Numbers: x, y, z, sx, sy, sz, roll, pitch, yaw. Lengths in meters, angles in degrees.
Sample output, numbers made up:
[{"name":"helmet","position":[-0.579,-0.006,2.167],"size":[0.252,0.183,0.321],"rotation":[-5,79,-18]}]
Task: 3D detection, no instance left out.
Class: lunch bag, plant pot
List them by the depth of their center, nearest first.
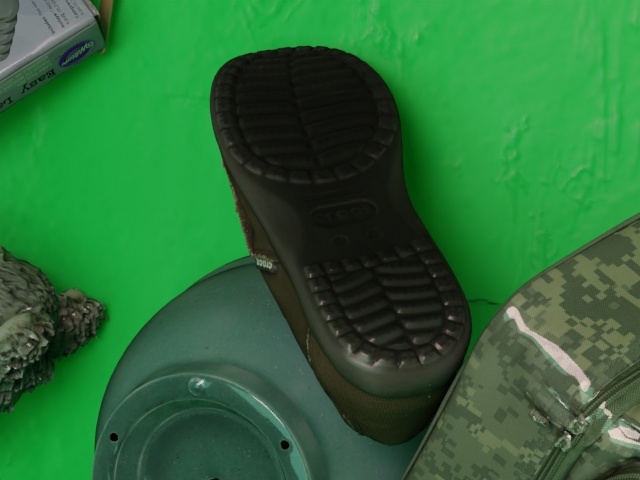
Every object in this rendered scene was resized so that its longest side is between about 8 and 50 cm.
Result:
[{"name":"lunch bag","position":[0.215,0.161,1.271],"size":[0.256,0.212,0.305],"rotation":[46,142,18]},{"name":"plant pot","position":[-0.049,0.163,1.450],"size":[0.293,0.196,0.293],"rotation":[3,98,22]}]

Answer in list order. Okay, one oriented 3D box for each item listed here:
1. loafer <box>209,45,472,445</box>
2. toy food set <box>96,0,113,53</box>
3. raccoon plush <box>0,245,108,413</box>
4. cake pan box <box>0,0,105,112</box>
[{"name":"loafer","position":[0.000,0.000,1.372],"size":[0.134,0.366,0.130],"rotation":[-5,133,-11]},{"name":"toy food set","position":[-0.211,-0.187,1.564],"size":[0.122,0.019,0.078],"rotation":[16,103,27]},{"name":"raccoon plush","position":[-0.316,0.194,1.601],"size":[0.299,0.216,0.446],"rotation":[-1,117,12]},{"name":"cake pan box","position":[-0.337,-0.197,1.516],"size":[0.246,0.070,0.267],"rotation":[-34,77,-8]}]
